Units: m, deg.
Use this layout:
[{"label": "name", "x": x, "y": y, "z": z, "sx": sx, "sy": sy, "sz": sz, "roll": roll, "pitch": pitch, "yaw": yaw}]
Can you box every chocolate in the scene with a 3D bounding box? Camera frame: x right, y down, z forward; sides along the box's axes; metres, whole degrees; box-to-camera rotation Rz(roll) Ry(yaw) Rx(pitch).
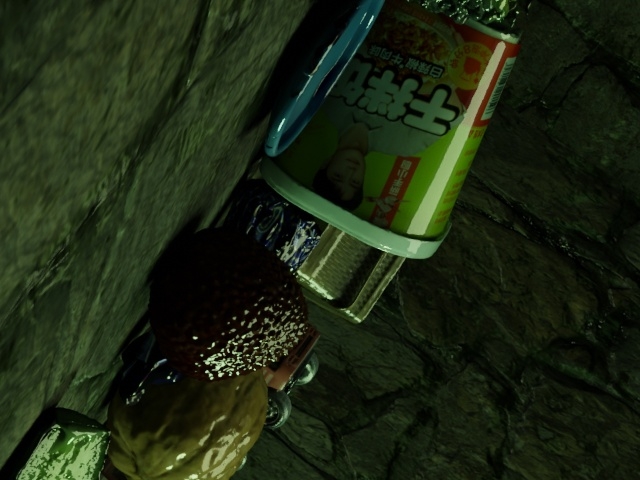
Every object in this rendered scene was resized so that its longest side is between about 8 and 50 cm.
[{"label": "chocolate", "x": -0.140, "y": 0.085, "z": 1.743, "sx": 0.343, "sy": 0.126, "sz": 0.148, "roll": -54, "pitch": -178, "yaw": -8}]

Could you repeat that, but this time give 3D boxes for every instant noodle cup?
[{"label": "instant noodle cup", "x": 0.108, "y": -0.178, "z": 1.732, "sx": 0.308, "sy": 0.293, "sz": 0.294, "roll": -63, "pitch": 175, "yaw": 17}]

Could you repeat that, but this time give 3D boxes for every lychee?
[{"label": "lychee", "x": -0.116, "y": 0.079, "z": 1.573, "sx": 0.194, "sy": 0.194, "sz": 0.194, "roll": -55, "pitch": 178, "yaw": -4}]

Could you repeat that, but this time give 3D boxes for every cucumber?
[{"label": "cucumber", "x": -0.315, "y": 0.278, "z": 1.481, "sx": 0.086, "sy": 0.115, "sz": 0.193, "roll": 41, "pitch": -76, "yaw": 49}]

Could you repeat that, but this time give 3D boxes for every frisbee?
[{"label": "frisbee", "x": -0.002, "y": -0.203, "z": 1.490, "sx": 0.242, "sy": 0.045, "sz": 0.242, "roll": -54, "pitch": 177, "yaw": -4}]

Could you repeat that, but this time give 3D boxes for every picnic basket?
[{"label": "picnic basket", "x": 0.000, "y": 0.000, "z": 1.986, "sx": 0.165, "sy": 0.139, "sz": 0.266, "roll": -55, "pitch": -152, "yaw": -6}]

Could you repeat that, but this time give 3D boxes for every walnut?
[{"label": "walnut", "x": -0.192, "y": 0.244, "z": 1.917, "sx": 0.224, "sy": 0.257, "sz": 0.257, "roll": -11, "pitch": -148, "yaw": 44}]

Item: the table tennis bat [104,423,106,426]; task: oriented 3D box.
[{"label": "table tennis bat", "x": -0.360, "y": 0.335, "z": 2.063, "sx": 0.100, "sy": 0.019, "sz": 0.155, "roll": -57, "pitch": 179, "yaw": 35}]

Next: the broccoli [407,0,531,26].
[{"label": "broccoli", "x": 0.196, "y": -0.376, "z": 1.491, "sx": 0.198, "sy": 0.177, "sz": 0.275, "roll": 37, "pitch": -77, "yaw": 48}]

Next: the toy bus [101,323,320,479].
[{"label": "toy bus", "x": -0.192, "y": 0.288, "z": 2.317, "sx": 0.427, "sy": 0.233, "sz": 0.203, "roll": -54, "pitch": 179, "yaw": 26}]
